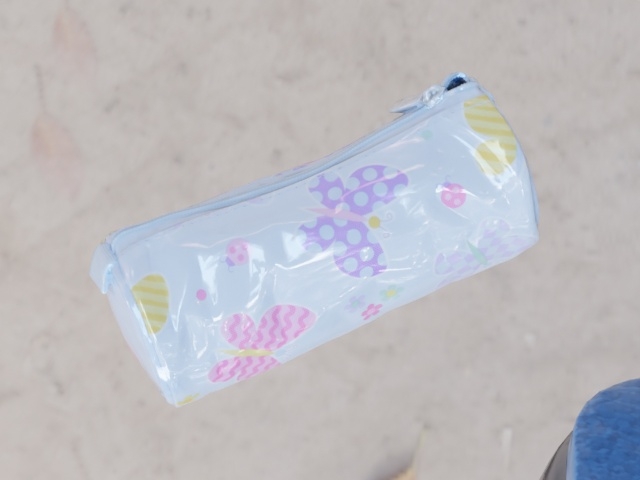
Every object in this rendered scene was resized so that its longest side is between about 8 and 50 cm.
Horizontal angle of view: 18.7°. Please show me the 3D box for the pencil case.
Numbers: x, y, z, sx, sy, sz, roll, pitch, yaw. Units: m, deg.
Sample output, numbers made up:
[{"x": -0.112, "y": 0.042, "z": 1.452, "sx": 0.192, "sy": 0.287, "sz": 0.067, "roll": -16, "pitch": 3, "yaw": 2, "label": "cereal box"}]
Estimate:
[{"x": 0.000, "y": 0.000, "z": 1.192, "sx": 0.273, "sy": 0.113, "sz": 0.124, "roll": -25, "pitch": 135, "yaw": -7, "label": "pencil case"}]

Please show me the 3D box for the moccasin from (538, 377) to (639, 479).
[{"x": 0.123, "y": 0.177, "z": 0.381, "sx": 0.137, "sy": 0.342, "sz": 0.117, "roll": -4, "pitch": 134, "yaw": -22, "label": "moccasin"}]
